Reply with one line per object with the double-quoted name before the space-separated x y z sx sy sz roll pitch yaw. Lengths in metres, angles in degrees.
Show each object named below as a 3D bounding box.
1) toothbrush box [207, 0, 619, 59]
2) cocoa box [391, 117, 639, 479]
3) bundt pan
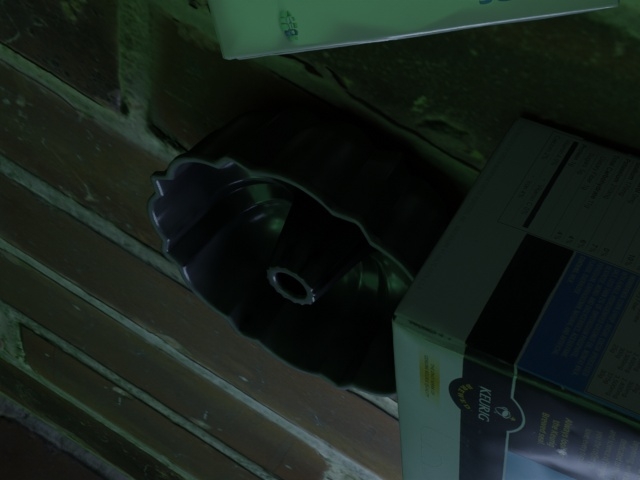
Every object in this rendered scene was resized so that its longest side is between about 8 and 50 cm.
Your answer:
"toothbrush box" 0.028 -0.249 0.530 0.206 0.122 0.283 -5 117 17
"cocoa box" 0.213 0.119 0.909 0.228 0.231 0.347 22 147 22
"bundt pan" 0.000 0.000 1.065 0.330 0.124 0.331 25 149 16
